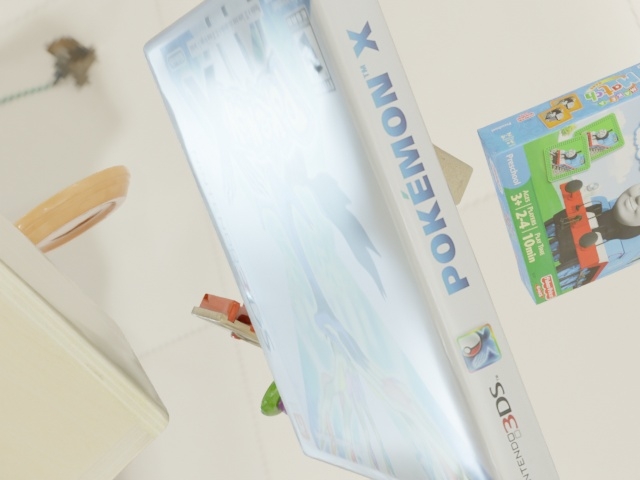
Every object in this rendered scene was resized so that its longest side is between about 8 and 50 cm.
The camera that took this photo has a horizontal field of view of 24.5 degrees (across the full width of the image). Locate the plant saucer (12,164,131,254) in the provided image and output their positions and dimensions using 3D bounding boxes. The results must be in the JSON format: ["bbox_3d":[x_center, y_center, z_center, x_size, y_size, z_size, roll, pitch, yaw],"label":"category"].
[{"bbox_3d":[-0.328,-0.030,1.915,0.200,0.200,0.037,-34,86,14],"label":"plant saucer"}]

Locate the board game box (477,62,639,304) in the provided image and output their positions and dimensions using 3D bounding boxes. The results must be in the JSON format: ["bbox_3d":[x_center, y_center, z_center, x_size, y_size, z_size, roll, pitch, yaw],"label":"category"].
[{"bbox_3d":[0.235,-0.055,1.086,0.211,0.160,0.039,-23,41,0],"label":"board game box"}]

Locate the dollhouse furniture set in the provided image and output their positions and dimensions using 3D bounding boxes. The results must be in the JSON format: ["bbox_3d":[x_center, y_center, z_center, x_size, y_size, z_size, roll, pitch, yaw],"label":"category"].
[{"bbox_3d":[-0.010,-0.010,1.497,0.262,0.135,0.259,8,72,59],"label":"dollhouse furniture set"}]

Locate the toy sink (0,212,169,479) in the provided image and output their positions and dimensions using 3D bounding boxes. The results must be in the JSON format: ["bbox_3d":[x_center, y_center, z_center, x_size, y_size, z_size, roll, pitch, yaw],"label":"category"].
[{"bbox_3d":[-0.221,0.046,0.824,0.131,0.234,0.153,-44,26,-2],"label":"toy sink"}]

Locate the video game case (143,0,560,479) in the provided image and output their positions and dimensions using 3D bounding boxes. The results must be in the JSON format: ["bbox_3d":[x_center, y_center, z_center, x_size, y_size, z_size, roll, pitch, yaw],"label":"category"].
[{"bbox_3d":[0.000,0.000,0.832,0.036,0.329,0.300,-23,96,-18],"label":"video game case"}]

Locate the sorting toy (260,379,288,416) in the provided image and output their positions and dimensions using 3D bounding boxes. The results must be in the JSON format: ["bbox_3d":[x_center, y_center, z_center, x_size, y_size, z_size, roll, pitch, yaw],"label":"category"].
[{"bbox_3d":[-0.012,0.147,1.397,0.042,0.102,0.061,33,105,24],"label":"sorting toy"}]
